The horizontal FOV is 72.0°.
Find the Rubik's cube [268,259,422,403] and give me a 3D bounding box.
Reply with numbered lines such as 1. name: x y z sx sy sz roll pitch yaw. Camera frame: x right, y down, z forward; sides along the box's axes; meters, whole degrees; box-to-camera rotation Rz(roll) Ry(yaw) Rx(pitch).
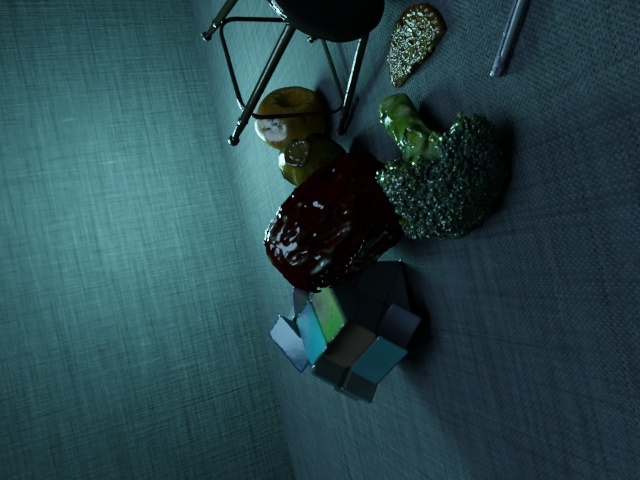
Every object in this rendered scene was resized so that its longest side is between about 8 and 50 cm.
1. Rubik's cube: 0.074 0.219 1.219 0.368 0.358 0.387 -65 6 -26

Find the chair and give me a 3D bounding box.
1. chair: -0.059 -0.515 1.132 0.410 0.364 0.362 -38 66 62

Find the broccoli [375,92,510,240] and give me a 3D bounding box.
1. broccoli: 0.205 -0.184 0.870 0.252 0.221 0.362 39 -153 -63

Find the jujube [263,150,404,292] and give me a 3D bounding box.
1. jujube: 0.047 -0.046 1.035 0.258 0.376 0.258 50 172 10

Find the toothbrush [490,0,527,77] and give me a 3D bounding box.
1. toothbrush: 0.314 -0.421 0.650 0.029 0.024 0.354 -117 25 -46

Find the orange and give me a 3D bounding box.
1. orange: -0.101 -0.387 1.477 0.183 0.248 0.249 77 166 -49

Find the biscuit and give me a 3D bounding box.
1. biscuit: 0.192 -0.431 0.957 0.206 0.025 0.126 141 115 -67

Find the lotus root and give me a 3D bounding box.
1. lotus root: -0.024 -0.224 1.272 0.291 0.193 0.193 -12 -90 -72
